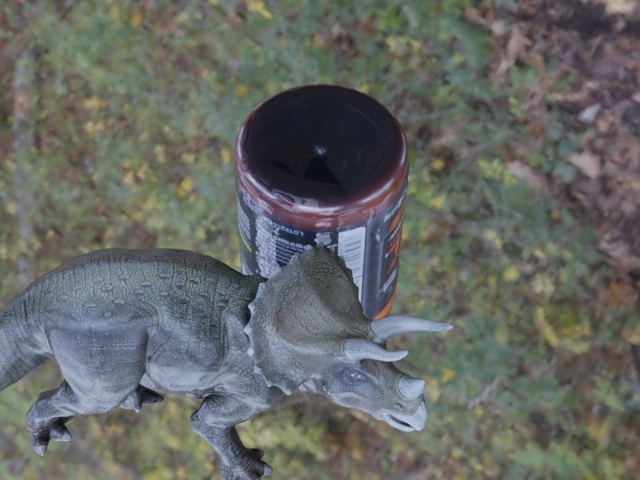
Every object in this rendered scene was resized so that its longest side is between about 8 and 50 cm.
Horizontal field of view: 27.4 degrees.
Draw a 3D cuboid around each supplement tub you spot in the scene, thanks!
[{"bbox_3d":[0.000,0.000,0.840,0.106,0.106,0.198,24,147,16],"label":"supplement tub"}]

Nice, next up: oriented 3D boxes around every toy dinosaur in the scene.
[{"bbox_3d":[-0.093,0.055,0.753,0.313,0.121,0.160,10,130,-1],"label":"toy dinosaur"}]
